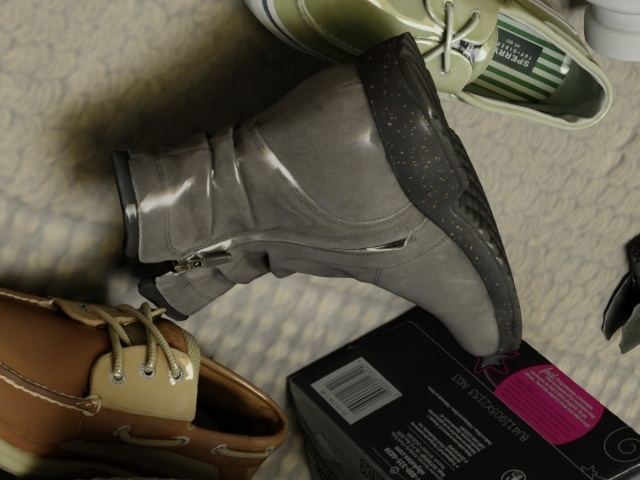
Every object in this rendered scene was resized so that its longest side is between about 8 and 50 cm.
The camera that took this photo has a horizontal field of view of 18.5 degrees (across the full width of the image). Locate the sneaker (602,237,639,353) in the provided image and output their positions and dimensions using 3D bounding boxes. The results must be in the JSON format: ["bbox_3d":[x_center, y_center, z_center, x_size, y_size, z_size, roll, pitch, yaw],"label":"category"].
[{"bbox_3d":[0.304,0.021,1.596,0.170,0.051,0.089,-27,131,-14],"label":"sneaker"}]

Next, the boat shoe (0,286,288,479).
[{"bbox_3d":[-0.135,0.087,1.252,0.120,0.122,0.324,-36,145,14],"label":"boat shoe"}]

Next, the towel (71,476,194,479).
[{"bbox_3d":[-0.069,0.224,1.264,0.312,0.324,0.056,27,65,-36],"label":"towel"}]

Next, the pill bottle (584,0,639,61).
[{"bbox_3d":[0.218,-0.219,1.337,0.103,0.103,0.184,-22,128,-24],"label":"pill bottle"}]

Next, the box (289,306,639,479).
[{"bbox_3d":[0.112,0.176,1.413,0.163,0.247,0.142,-28,130,-19],"label":"box"}]

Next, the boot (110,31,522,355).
[{"bbox_3d":[0.000,0.000,1.309,0.222,0.118,0.338,-21,142,7],"label":"boot"}]

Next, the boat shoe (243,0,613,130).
[{"bbox_3d":[0.081,-0.146,1.289,0.302,0.094,0.109,11,110,-41],"label":"boat shoe"}]
